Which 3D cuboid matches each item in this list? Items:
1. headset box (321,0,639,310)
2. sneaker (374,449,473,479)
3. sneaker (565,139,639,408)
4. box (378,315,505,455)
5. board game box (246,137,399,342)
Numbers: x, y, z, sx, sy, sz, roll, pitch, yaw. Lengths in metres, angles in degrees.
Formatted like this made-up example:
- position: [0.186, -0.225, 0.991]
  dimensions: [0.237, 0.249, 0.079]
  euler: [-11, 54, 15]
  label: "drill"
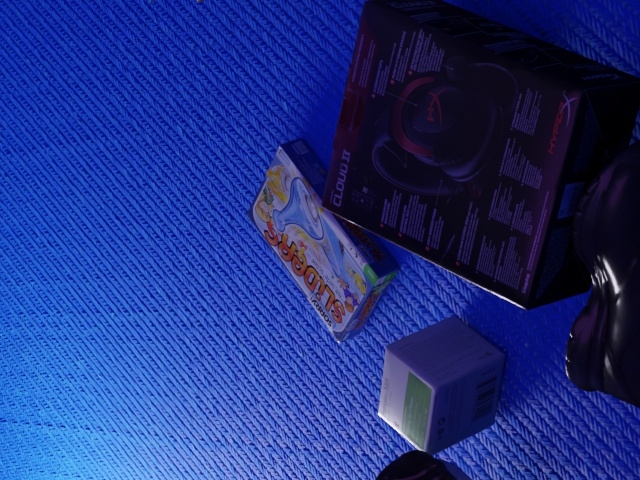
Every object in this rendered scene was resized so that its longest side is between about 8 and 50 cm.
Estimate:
- position: [0.136, -0.095, 1.721]
  dimensions: [0.293, 0.110, 0.218]
  euler: [26, 115, 35]
  label: "headset box"
- position: [0.231, 0.380, 1.886]
  dimensions: [0.158, 0.182, 0.410]
  euler: [-47, 68, 21]
  label: "sneaker"
- position: [0.304, 0.037, 1.653]
  dimensions: [0.130, 0.109, 0.286]
  euler: [28, 138, 36]
  label: "sneaker"
- position: [0.129, 0.155, 1.940]
  dimensions: [0.087, 0.102, 0.101]
  euler: [39, 137, 39]
  label: "box"
- position: [0.000, 0.000, 2.091]
  dimensions: [0.201, 0.035, 0.136]
  euler: [53, 143, 21]
  label: "board game box"
